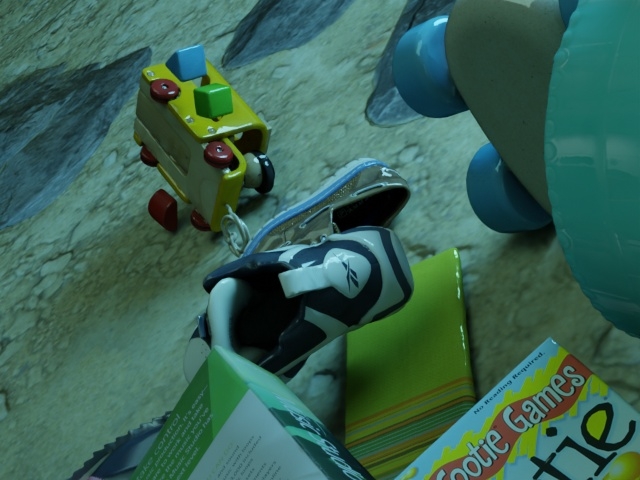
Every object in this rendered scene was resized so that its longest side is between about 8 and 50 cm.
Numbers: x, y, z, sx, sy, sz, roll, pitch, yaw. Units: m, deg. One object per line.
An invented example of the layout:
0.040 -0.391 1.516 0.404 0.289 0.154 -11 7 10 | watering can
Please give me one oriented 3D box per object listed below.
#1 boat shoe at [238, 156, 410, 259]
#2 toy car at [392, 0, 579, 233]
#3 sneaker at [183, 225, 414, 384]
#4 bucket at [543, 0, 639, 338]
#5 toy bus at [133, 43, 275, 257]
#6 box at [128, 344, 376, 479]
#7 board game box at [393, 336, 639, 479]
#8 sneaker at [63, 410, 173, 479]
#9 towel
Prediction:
0.000 0.000 1.116 0.183 0.066 0.066 -46 32 -10 | boat shoe
0.219 -0.143 0.956 0.238 0.210 0.219 -43 16 -31 | toy car
-0.059 0.065 0.977 0.235 0.094 0.153 -24 -11 39 | sneaker
0.265 -0.052 0.700 0.183 0.281 0.281 6 53 50 | bucket
-0.100 -0.093 1.306 0.104 0.202 0.191 -21 11 -32 | toy bus
-0.048 0.210 0.660 0.232 0.058 0.322 -57 28 2 | box
0.156 0.190 0.603 0.144 0.142 0.275 -43 31 -1 | board game box
-0.150 0.234 0.964 0.319 0.112 0.131 -33 55 7 | sneaker
0.066 0.101 0.959 0.102 0.021 0.237 -24 33 18 | towel
